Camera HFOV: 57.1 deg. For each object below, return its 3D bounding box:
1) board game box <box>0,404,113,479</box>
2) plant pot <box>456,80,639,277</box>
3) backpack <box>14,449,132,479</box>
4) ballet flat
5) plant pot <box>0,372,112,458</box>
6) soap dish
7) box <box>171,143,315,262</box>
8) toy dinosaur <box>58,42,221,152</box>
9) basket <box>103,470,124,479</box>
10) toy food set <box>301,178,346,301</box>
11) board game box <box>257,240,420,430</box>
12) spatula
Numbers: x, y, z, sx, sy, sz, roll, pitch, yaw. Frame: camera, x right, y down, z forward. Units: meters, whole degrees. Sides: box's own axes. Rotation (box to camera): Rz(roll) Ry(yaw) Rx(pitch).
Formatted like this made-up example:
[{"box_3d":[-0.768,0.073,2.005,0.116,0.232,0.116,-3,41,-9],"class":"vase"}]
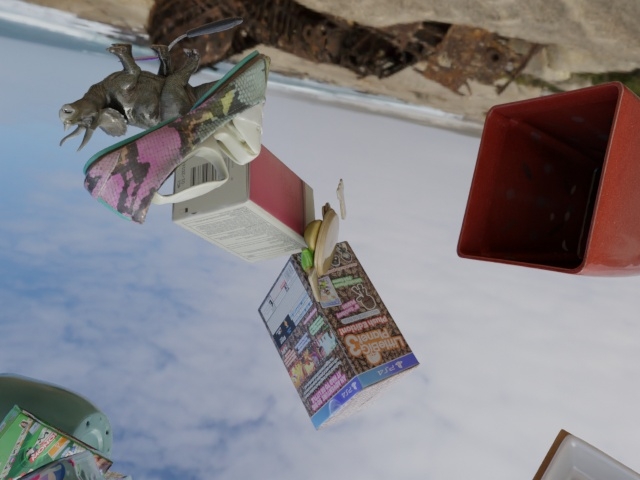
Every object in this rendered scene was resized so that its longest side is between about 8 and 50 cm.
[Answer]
[{"box_3d":[-0.552,0.480,1.034,0.046,0.317,0.213,9,148,52],"class":"board game box"},{"box_3d":[0.417,-0.067,0.939,0.236,0.267,0.267,14,178,-25],"class":"plant pot"},{"box_3d":[-0.352,0.401,0.785,0.191,0.225,0.253,58,176,17],"class":"backpack"},{"box_3d":[-0.102,-0.087,0.518,0.221,0.079,0.077,-47,-172,-36],"class":"ballet flat"},{"box_3d":[-0.589,0.438,1.240,0.235,0.292,0.293,3,-169,12],"class":"plant pot"},{"box_3d":[0.544,0.581,1.229,0.229,0.118,0.291,29,-118,28],"class":"soap dish"},{"box_3d":[-0.123,-0.064,1.013,0.149,0.126,0.232,-13,156,22],"class":"box"},{"box_3d":[-0.280,-0.246,0.995,0.314,0.160,0.121,-6,-156,-25],"class":"toy dinosaur"},{"box_3d":[-0.504,0.603,1.369,0.113,0.103,0.167,23,162,23],"class":"basket"},{"box_3d":[0.000,0.000,1.017,0.039,0.192,0.132,12,153,13],"class":"toy food set"},{"box_3d":[0.023,0.190,1.183,0.141,0.232,0.291,-14,-116,-33],"class":"board game box"},{"box_3d":[-0.300,-0.426,1.264,0.297,0.030,0.084,-16,-161,17],"class":"spatula"}]
